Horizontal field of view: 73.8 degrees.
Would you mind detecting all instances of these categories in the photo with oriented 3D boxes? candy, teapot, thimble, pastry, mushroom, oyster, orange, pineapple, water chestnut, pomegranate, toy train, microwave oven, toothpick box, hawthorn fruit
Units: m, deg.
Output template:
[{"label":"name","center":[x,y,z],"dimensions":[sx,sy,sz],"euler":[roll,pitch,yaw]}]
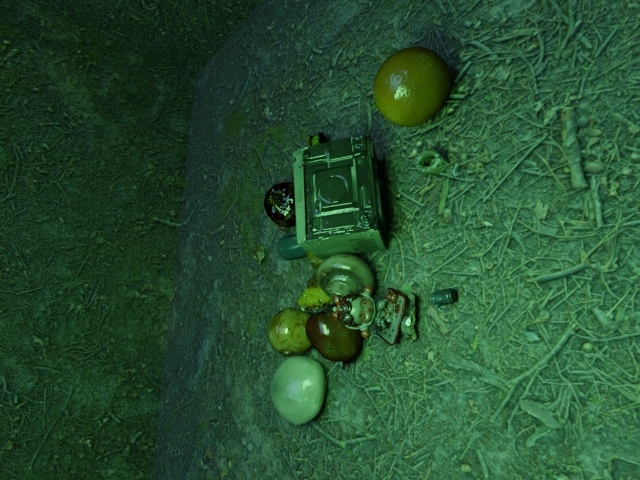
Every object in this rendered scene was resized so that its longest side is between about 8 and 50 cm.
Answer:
[{"label":"candy","center":[-0.100,0.614,1.758],"dimensions":[0.295,0.185,0.296],"euler":[-28,53,46]},{"label":"teapot","center":[0.400,0.187,1.376],"dimensions":[0.083,0.063,0.049],"euler":[-21,32,50]},{"label":"thimble","center":[0.392,-0.274,1.499],"dimensions":[0.109,0.062,0.085],"euler":[11,91,52]},{"label":"pastry","center":[0.034,0.047,1.777],"dimensions":[0.188,0.103,0.189],"euler":[-17,49,20]},{"label":"mushroom","center":[0.092,0.155,1.621],"dimensions":[0.226,0.226,0.178],"euler":[-30,15,43]},{"label":"oyster","center":[0.297,0.263,1.470],"dimensions":[0.108,0.053,0.166],"euler":[-3,78,58]},{"label":"orange","center":[0.321,-0.542,1.506],"dimensions":[0.274,0.274,0.275],"euler":[-19,66,47]},{"label":"pineapple","center":[0.013,0.239,1.790],"dimensions":[0.139,0.250,0.164],"euler":[16,128,21]},{"label":"water chestnut","center":[-0.173,-0.184,2.049],"dimensions":[0.223,0.238,0.224],"euler":[-15,64,33]},{"label":"oyster","center":[-0.337,0.079,2.332],"dimensions":[0.121,0.045,0.146],"euler":[-38,51,57]},{"label":"pomegranate","center":[-0.119,0.399,1.829],"dimensions":[0.215,0.215,0.216],"euler":[-19,66,47]},{"label":"toy train","center":[-0.014,-0.363,2.001],"dimensions":[0.160,0.100,0.297],"euler":[-30,57,45]},{"label":"microwave oven","center":[0.072,-0.162,1.622],"dimensions":[0.332,0.247,0.395],"euler":[-9,69,15]},{"label":"toothpick box","center":[-0.104,0.027,1.985],"dimensions":[0.184,0.120,0.121],"euler":[-10,72,47]},{"label":"hawthorn fruit","center":[0.062,0.373,1.632],"dimensions":[0.208,0.208,0.249],"euler":[-22,92,46]}]

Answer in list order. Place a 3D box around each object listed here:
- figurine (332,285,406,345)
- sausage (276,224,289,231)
[{"label":"figurine","center":[0.148,0.244,1.489],"dimensions":[0.160,0.225,0.184],"euler":[-157,81,-73]},{"label":"sausage","center":[-0.210,-0.120,2.196],"dimensions":[0.077,0.077,0.194],"euler":[-54,45,27]}]
